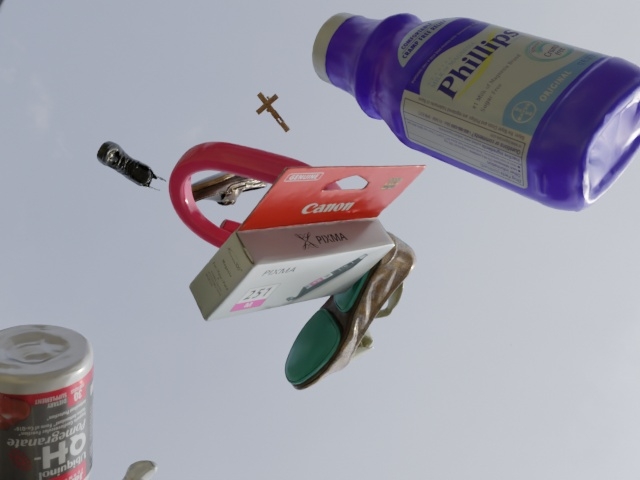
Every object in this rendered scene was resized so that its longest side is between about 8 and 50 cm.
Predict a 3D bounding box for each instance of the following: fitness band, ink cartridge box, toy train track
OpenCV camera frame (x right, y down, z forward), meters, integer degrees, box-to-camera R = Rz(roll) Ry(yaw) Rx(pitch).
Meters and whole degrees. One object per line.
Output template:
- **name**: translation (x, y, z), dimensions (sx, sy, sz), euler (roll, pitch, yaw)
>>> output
- **fitness band**: translation (-0.091, -0.052, 1.127), dimensions (0.290, 0.209, 0.054), euler (14, -131, 10)
- **ink cartridge box**: translation (0.000, 0.000, 0.960), dimensions (0.239, 0.275, 0.060), euler (-46, -115, 37)
- **toy train track**: translation (-0.081, -0.225, 1.295), dimensions (0.048, 0.014, 0.083), euler (-38, -90, 16)

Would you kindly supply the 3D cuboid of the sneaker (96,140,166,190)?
- **sneaker**: translation (-0.384, -0.148, 1.506), dimensions (0.089, 0.170, 0.051), euler (27, -97, 10)

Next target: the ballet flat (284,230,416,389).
- **ballet flat**: translation (0.055, 0.126, 1.174), dimensions (0.316, 0.106, 0.107), euler (-58, -145, 26)

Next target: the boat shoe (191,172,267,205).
- **boat shoe**: translation (-0.182, -0.105, 1.459), dimensions (0.073, 0.207, 0.073), euler (-1, -70, 46)

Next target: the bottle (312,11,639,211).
- **bottle**: translation (0.111, -0.122, 0.594), dimensions (0.118, 0.092, 0.283), euler (-42, -131, -20)

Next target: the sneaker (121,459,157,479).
- **sneaker**: translation (-0.372, 0.485, 1.432), dimensions (0.152, 0.053, 0.061), euler (-40, -144, 13)

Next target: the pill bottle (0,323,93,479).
- **pill bottle**: translation (-0.448, 0.308, 1.155), dimensions (0.176, 0.176, 0.319), euler (13, -69, 16)
